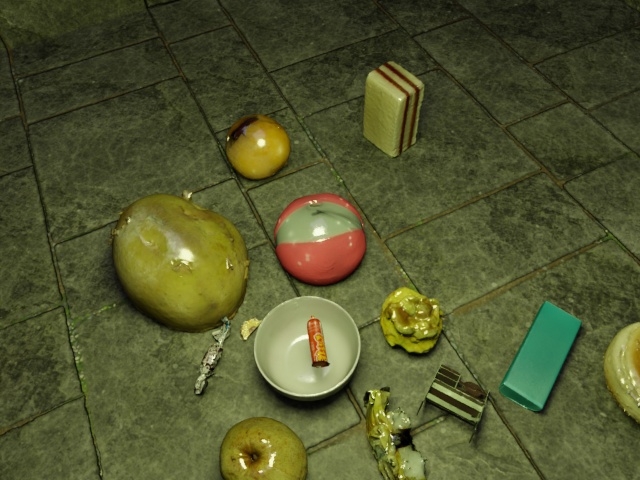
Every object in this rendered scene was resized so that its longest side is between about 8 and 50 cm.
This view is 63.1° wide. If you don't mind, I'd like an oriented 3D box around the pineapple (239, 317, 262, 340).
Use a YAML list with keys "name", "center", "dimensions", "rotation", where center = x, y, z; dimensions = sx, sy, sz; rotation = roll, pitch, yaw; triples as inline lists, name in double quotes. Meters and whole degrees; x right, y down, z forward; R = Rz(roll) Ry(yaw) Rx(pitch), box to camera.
- name: "pineapple"
  center: [-0.214, 0.261, 1.558]
  dimensions: [0.045, 0.019, 0.083]
  rotation: [31, 61, 15]

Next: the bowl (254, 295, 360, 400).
- name: "bowl"
  center: [-0.032, 0.311, 1.436]
  dimensions: [0.287, 0.143, 0.286]
  rotation: [-1, 56, 2]

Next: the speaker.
- name: "speaker"
  center: [0.000, 0.000, 1.633]
  dimensions: [0.295, 0.294, 0.294]
  rotation: [-1, 55, 2]

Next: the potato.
- name: "potato"
  center: [-0.420, 0.029, 1.557]
  dimensions: [0.442, 0.319, 0.385]
  rotation: [32, 64, 20]

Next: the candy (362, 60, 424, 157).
- name: "candy"
  center: [0.252, -0.457, 1.852]
  dimensions: [0.135, 0.320, 0.179]
  rotation: [-36, 65, -16]

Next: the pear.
- name: "pear"
  center: [-0.140, 0.524, 1.251]
  dimensions: [0.229, 0.211, 0.188]
  rotation: [24, 62, 19]

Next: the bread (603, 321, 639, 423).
- name: "bread"
  center: [0.878, 0.360, 1.344]
  dimensions: [0.306, 0.158, 0.305]
  rotation: [1, 55, -1]

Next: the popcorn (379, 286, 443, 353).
- name: "popcorn"
  center: [0.260, 0.219, 1.481]
  dimensions: [0.198, 0.155, 0.197]
  rotation: [3, 44, -2]

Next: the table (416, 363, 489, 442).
- name: "table"
  center: [0.353, 0.426, 1.379]
  dimensions: [0.146, 0.062, 0.175]
  rotation: [24, 28, 19]

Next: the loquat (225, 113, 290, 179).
- name: "loquat"
  center: [-0.223, -0.328, 1.841]
  dimensions: [0.235, 0.235, 0.234]
  rotation: [-1, 55, 2]

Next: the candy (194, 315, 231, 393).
- name: "candy"
  center: [-0.306, 0.325, 1.481]
  dimensions: [0.051, 0.094, 0.226]
  rotation: [20, 63, -5]

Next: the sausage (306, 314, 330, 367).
- name: "sausage"
  center: [-0.009, 0.258, 1.359]
  dimensions: [0.050, 0.048, 0.145]
  rotation: [-5, 52, -7]

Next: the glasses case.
- name: "glasses case"
  center: [0.610, 0.319, 1.447]
  dimensions: [0.117, 0.070, 0.301]
  rotation: [33, 61, 16]

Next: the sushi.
- name: "sushi"
  center: [0.190, 0.502, 1.299]
  dimensions: [0.131, 0.139, 0.290]
  rotation: [-8, 53, -12]
